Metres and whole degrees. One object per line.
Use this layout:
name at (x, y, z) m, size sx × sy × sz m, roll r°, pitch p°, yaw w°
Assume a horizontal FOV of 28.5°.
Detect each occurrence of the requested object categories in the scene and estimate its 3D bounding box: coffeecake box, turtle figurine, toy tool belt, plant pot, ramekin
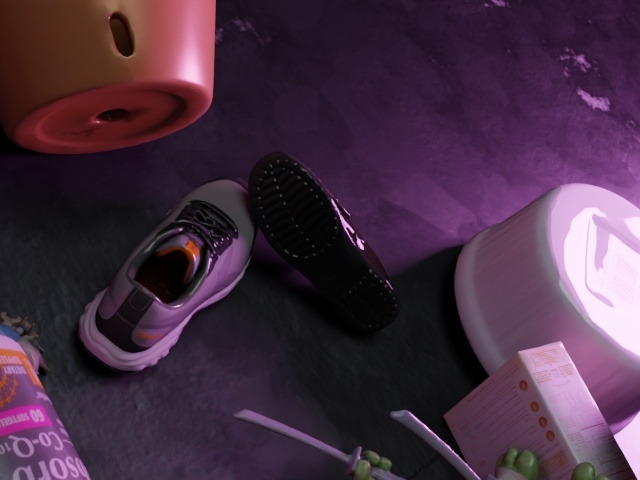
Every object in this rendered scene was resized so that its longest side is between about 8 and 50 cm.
coffeecake box at (0.221, 0.218, 1.253) m, size 0.068 × 0.142 × 0.185 m, roll -8°, pitch 62°, yaw -37°
turtle figurine at (0.118, 0.215, 1.098) m, size 0.266 × 0.198 × 0.274 m, roll -9°, pitch 67°, yaw -41°
toy tool belt at (-0.274, 0.088, 1.107) m, size 0.083 × 0.052 × 0.051 m, roll 48°, pitch 14°, yaw 4°
plant pot at (-0.221, -0.211, 1.226) m, size 0.291 × 0.291 × 0.203 m, roll -6°, pitch 76°, yaw -36°
ramekin at (0.298, 0.069, 1.407) m, size 0.277 × 0.135 × 0.277 m, roll 22°, pitch 47°, yaw -25°

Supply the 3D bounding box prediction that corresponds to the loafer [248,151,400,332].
loafer at (0.000, 0.000, 1.317) m, size 0.220 × 0.080 × 0.078 m, roll 55°, pitch 9°, yaw -15°

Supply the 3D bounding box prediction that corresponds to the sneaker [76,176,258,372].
sneaker at (-0.124, 0.016, 1.212) m, size 0.100 × 0.108 × 0.271 m, roll 37°, pitch 41°, yaw -2°

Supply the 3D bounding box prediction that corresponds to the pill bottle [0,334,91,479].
pill bottle at (-0.239, 0.222, 0.937) m, size 0.162 × 0.162 × 0.278 m, roll -17°, pitch 67°, yaw -41°
